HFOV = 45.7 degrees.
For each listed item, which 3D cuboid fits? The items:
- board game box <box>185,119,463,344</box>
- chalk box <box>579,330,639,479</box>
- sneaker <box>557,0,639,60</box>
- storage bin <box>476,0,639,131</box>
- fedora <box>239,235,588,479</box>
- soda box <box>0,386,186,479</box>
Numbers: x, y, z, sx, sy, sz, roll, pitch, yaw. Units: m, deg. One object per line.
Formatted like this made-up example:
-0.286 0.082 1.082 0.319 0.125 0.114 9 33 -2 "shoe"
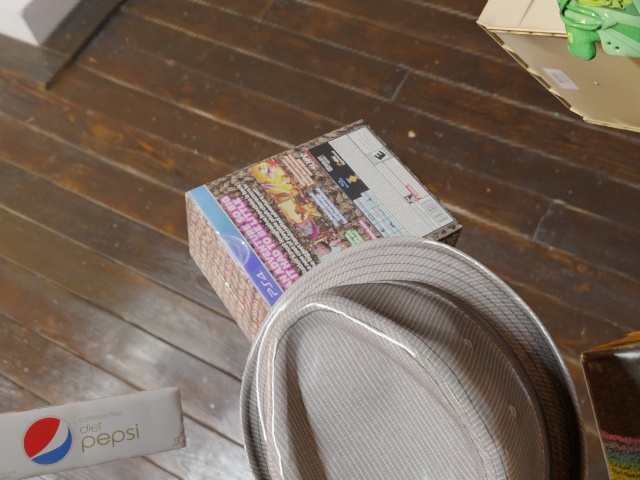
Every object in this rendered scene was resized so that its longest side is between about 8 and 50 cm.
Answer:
0.000 0.000 1.040 0.291 0.141 0.232 -25 59 -23 "board game box"
0.342 0.205 0.590 0.180 0.179 0.288 -16 81 32 "chalk box"
0.270 -0.242 0.738 0.295 0.123 0.109 39 38 -7 "sneaker"
0.382 -0.251 0.976 0.260 0.262 0.123 28 90 54 "storage bin"
0.041 0.120 0.502 0.244 0.124 0.275 -30 71 12 "fedora"
-0.260 0.207 0.814 0.216 0.074 0.069 -6 81 -23 "soda box"
